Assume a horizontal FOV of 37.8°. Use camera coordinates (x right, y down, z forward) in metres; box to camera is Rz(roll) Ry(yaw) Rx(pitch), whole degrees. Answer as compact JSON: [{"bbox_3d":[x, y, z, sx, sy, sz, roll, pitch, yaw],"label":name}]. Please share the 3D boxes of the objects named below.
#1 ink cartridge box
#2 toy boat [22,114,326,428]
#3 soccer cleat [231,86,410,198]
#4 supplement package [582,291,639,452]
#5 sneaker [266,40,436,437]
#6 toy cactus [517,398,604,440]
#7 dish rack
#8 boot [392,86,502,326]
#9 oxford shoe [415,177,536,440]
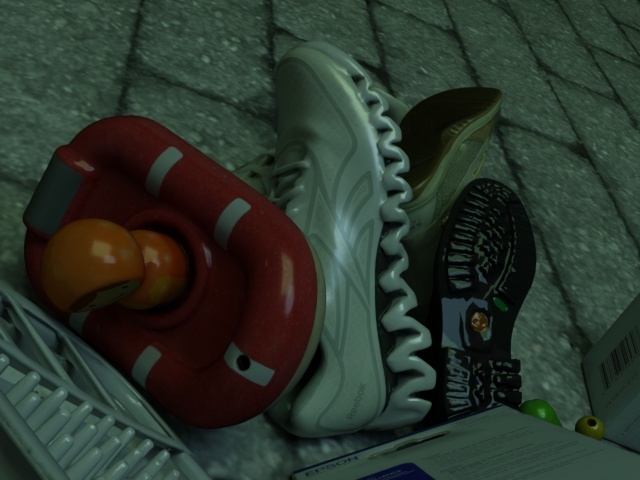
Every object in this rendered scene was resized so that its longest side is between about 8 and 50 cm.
[{"bbox_3d":[0.086,0.156,0.485,0.165,0.333,0.065,-17,91,-8],"label":"ink cartridge box"},{"bbox_3d":[-0.111,0.019,0.583,0.231,0.151,0.151,35,13,21],"label":"toy boat"},{"bbox_3d":[-0.027,-0.051,0.786,0.116,0.143,0.331,37,33,10],"label":"soccer cleat"},{"bbox_3d":[0.350,0.142,0.854,0.179,0.105,0.105,23,33,-10],"label":"supplement package"},{"bbox_3d":[0.000,0.000,0.671,0.118,0.110,0.292,-9,88,-27],"label":"sneaker"},{"bbox_3d":[0.225,0.211,0.690,0.219,0.112,0.180,41,15,21],"label":"toy cactus"},{"bbox_3d":[-0.085,0.138,0.418,0.333,0.072,0.285,40,-10,28],"label":"dish rack"},{"bbox_3d":[0.119,-0.032,0.847,0.077,0.165,0.213,3,35,31],"label":"boot"},{"bbox_3d":[0.112,0.055,0.742,0.083,0.096,0.227,19,65,-10],"label":"oxford shoe"}]
